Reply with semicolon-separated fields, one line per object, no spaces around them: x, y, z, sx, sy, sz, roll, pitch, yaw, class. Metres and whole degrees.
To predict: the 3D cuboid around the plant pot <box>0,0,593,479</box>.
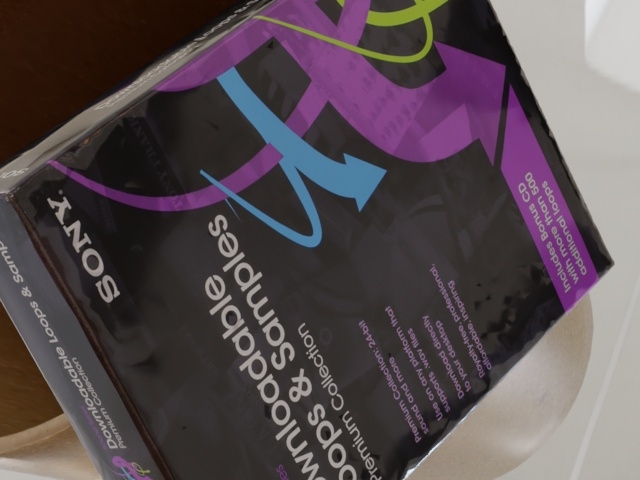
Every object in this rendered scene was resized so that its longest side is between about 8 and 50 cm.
-0.015;0.002;0.689;0.237;0.254;0.237;-19;-123;32;plant pot

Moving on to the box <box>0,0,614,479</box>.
0.000;0.000;0.447;0.162;0.029;0.116;-40;-70;-38;box
